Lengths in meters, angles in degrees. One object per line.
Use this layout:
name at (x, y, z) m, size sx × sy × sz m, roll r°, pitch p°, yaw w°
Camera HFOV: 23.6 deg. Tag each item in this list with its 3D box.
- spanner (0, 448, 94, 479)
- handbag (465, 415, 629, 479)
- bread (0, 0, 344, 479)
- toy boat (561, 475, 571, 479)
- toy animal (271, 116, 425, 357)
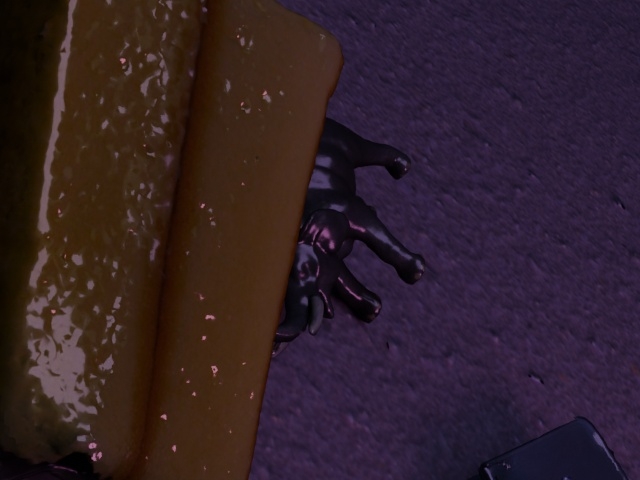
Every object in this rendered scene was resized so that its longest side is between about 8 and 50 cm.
spanner at (-0.188, 0.126, 0.814) m, size 0.054 × 0.015 × 0.254 m, roll 49°, pitch 15°, yaw 11°
handbag at (0.205, 0.262, 1.179) m, size 0.179 × 0.062 × 0.229 m, roll -14°, pitch 69°, yaw -52°
bread at (-0.155, -0.003, 0.987) m, size 0.233 × 0.245 × 0.361 m, roll 25°, pitch 66°, yaw -39°
toy boat at (0.110, 0.260, 1.020) m, size 0.210 × 0.070 × 0.291 m, roll 33°, pitch 47°, yaw -20°
toy animal at (0.007, 0.006, 1.181) m, size 0.137 × 0.082 × 0.269 m, roll 31°, pitch 41°, yaw -23°
